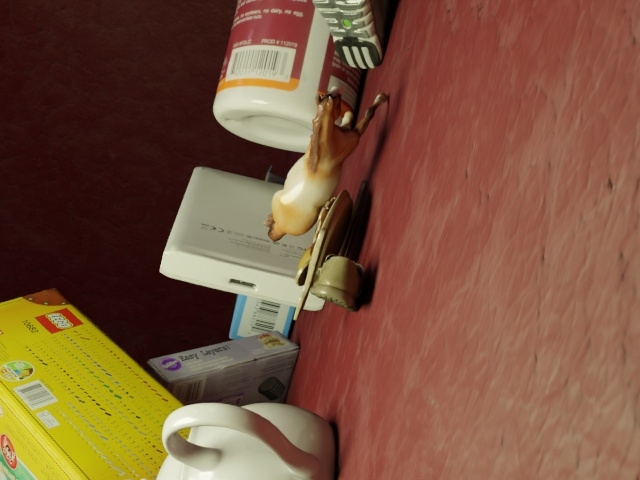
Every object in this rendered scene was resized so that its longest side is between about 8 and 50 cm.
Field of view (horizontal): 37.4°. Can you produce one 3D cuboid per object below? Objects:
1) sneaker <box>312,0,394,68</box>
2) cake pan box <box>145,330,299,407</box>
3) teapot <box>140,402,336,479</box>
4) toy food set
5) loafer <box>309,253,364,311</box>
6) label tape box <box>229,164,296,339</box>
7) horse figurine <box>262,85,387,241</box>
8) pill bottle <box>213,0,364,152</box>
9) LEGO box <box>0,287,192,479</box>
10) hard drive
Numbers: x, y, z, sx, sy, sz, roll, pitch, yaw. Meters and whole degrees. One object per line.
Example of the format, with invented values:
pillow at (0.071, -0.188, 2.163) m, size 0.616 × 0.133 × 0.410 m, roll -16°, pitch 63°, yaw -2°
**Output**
sneaker at (0.048, -0.350, 1.268) m, size 0.229 × 0.086 × 0.132 m, roll 70°, pitch -144°, yaw -56°
cake pan box at (-0.173, 0.278, 1.484) m, size 0.070 × 0.266 × 0.246 m, roll 34°, pitch 121°, yaw 39°
teapot at (-0.097, 0.273, 0.967) m, size 0.252 × 0.187 × 0.256 m, roll -154°, pitch 79°, yaw -84°
toy food set at (0.000, 0.000, 1.112) m, size 0.192 × 0.038 × 0.132 m, roll -50°, pitch -21°, yaw -64°
loafer at (0.022, 0.044, 0.998) m, size 0.148 × 0.056 × 0.050 m, roll 157°, pitch 137°, yaw -86°
label tape box at (-0.085, 0.022, 1.821) m, size 0.348 × 0.115 × 0.249 m, roll -85°, pitch 10°, yaw -72°
horse figurine at (-0.005, -0.082, 1.144) m, size 0.263 × 0.066 × 0.174 m, roll -58°, pitch -4°, yaw 32°
pill bottle at (-0.025, -0.357, 1.518) m, size 0.224 × 0.224 × 0.392 m, roll 131°, pitch 152°, yaw -78°
LEGO box at (-0.334, 0.354, 1.334) m, size 0.500 × 0.193 × 0.373 m, roll 32°, pitch 127°, yaw 38°
hard drive at (-0.106, -0.013, 1.465) m, size 0.353 × 0.233 × 0.047 m, roll -90°, pitch 14°, yaw -66°
